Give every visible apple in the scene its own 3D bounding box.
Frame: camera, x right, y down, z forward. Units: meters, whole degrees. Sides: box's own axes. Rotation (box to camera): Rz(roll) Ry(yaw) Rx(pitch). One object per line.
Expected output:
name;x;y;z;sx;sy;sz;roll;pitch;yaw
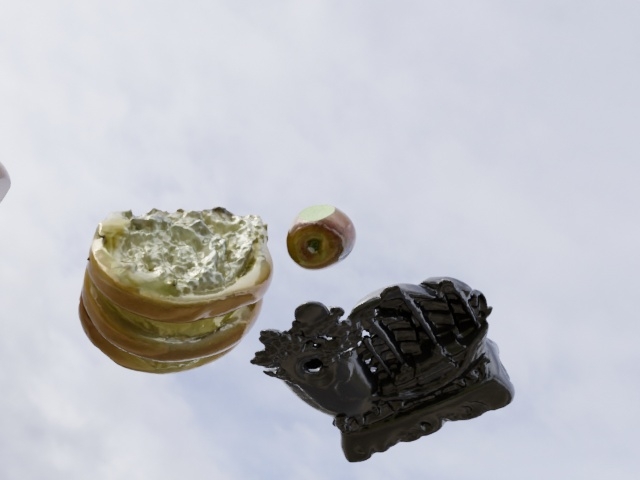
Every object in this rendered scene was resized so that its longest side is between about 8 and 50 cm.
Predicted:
apple;0.000;0.000;1.451;0.114;0.102;0.099;4;-64;22

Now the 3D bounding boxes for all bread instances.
bread;-0.230;0.097;1.463;0.316;0.211;0.270;0;-56;-31

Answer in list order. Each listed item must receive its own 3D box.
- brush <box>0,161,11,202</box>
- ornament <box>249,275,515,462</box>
brush;-0.610;-0.063;1.348;0.166;0.174;0.266;43;-85;-1
ornament;0.067;0.115;0.973;0.251;0.106;0.260;-24;-47;7
